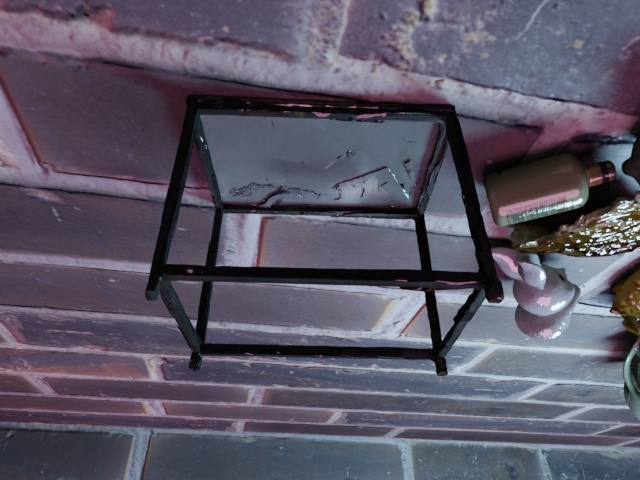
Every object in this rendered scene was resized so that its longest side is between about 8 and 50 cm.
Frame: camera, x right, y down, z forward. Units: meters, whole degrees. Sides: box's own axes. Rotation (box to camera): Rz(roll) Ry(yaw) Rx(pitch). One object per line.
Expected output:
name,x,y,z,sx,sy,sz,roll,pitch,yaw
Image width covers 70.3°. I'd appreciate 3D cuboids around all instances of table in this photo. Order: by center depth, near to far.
table,0.000,0.000,0.571,0.334,0.272,0.222,1,145,-1

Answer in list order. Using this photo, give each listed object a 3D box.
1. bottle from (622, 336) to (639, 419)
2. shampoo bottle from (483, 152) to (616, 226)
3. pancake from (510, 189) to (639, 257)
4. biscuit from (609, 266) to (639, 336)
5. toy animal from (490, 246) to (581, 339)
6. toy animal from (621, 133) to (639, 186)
bottle,0.880,0.335,1.118,0.229,0.229,0.352,-12,138,18
shampoo bottle,0.316,-0.075,0.630,0.162,0.079,0.079,-15,143,21
pancake,0.433,-0.027,0.690,0.265,0.057,0.244,-7,158,6
biscuit,0.757,0.131,0.890,0.334,0.081,0.289,21,137,-9
toy animal,0.397,0.069,0.830,0.130,0.104,0.221,-34,126,-2
toy animal,0.522,-0.124,0.550,0.251,0.127,0.125,-16,133,-2
